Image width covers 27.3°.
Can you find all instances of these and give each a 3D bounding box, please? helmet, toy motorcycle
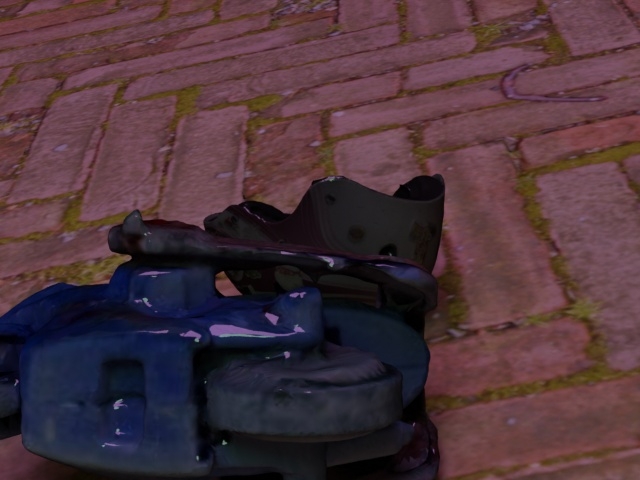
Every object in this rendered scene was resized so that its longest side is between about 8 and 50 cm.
[{"bbox_3d":[0.008,0.014,0.947,0.177,0.107,0.153,-12,-2,38],"label":"helmet"},{"bbox_3d":[-0.087,0.096,0.802,0.319,0.241,0.182,1,68,14],"label":"toy motorcycle"}]
